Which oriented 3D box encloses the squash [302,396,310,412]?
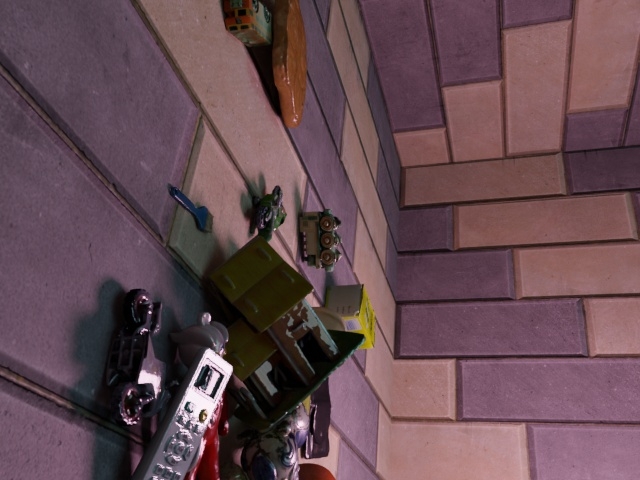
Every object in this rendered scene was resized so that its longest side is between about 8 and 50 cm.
[{"bbox_3d":[-0.081,0.413,1.573,0.137,0.137,0.288,-58,151,-63],"label":"squash"}]

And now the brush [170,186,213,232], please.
[{"bbox_3d":[-0.256,-0.063,1.226,0.164,0.014,0.051,54,34,-60],"label":"brush"}]

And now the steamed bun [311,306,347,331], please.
[{"bbox_3d":[-0.026,0.279,1.736,0.200,0.170,0.225,-57,173,-10],"label":"steamed bun"}]

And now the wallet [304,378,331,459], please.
[{"bbox_3d":[-0.007,0.514,1.919,0.247,0.041,0.323,45,42,-68],"label":"wallet"}]

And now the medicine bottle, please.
[{"bbox_3d":[0.110,0.278,2.194,0.250,0.141,0.137,67,22,-50],"label":"medicine bottle"}]

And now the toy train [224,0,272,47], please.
[{"bbox_3d":[-0.172,-0.542,1.512,0.188,0.072,0.099,-2,86,-74],"label":"toy train"}]

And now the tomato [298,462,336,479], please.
[{"bbox_3d":[-0.038,0.654,1.422,0.256,0.224,0.256,167,-90,-87],"label":"tomato"}]

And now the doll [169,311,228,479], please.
[{"bbox_3d":[-0.223,0.324,1.131,0.188,0.099,0.384,-5,95,-74],"label":"doll"}]

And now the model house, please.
[{"bbox_3d":[-0.150,0.182,1.363,0.300,0.340,0.324,-38,104,-23],"label":"model house"}]

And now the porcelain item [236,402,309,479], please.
[{"bbox_3d":[-0.089,0.464,1.366,0.288,0.137,0.186,-74,148,-79],"label":"porcelain item"}]

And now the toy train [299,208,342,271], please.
[{"bbox_3d":[0.000,0.000,1.898,0.080,0.125,0.194,-4,93,-67],"label":"toy train"}]

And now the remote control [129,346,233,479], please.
[{"bbox_3d":[-0.239,0.321,1.006,0.293,0.051,0.103,-64,149,-22],"label":"remote control"}]

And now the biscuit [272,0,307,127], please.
[{"bbox_3d":[-0.077,-0.528,1.741,0.365,0.062,0.385,76,13,-64],"label":"biscuit"}]

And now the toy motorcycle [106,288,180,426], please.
[{"bbox_3d":[-0.279,0.188,0.977,0.122,0.080,0.216,54,32,-61],"label":"toy motorcycle"}]

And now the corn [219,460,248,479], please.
[{"bbox_3d":[-0.162,0.610,1.270,0.097,0.096,0.320,-51,132,-67],"label":"corn"}]

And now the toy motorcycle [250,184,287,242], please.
[{"bbox_3d":[-0.130,-0.068,1.576,0.190,0.074,0.106,-64,155,-60],"label":"toy motorcycle"}]
